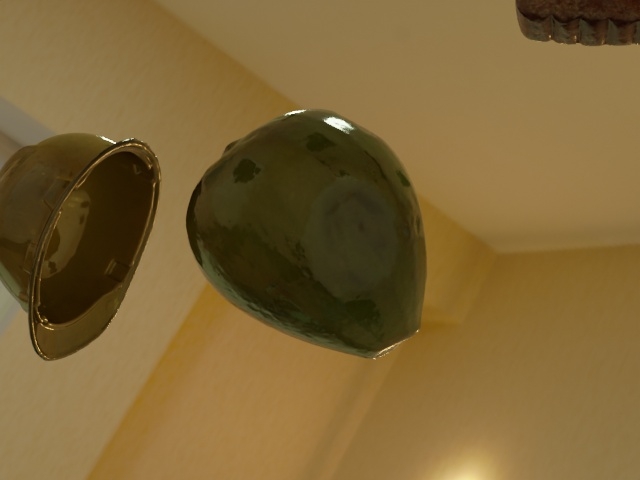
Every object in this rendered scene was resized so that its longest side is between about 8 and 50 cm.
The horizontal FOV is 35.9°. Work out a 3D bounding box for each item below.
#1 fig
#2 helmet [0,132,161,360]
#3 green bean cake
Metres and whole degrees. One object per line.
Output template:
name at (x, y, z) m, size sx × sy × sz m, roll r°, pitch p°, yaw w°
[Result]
fig at (0.003, -0.010, 0.886) m, size 0.230 × 0.207 × 0.207 m, roll 26°, pitch -16°, yaw 14°
helmet at (-0.288, -0.016, 1.063) m, size 0.140 × 0.257 × 0.205 m, roll 28°, pitch 23°, yaw 17°
green bean cake at (0.237, -0.231, 0.836) m, size 0.136 × 0.135 × 0.056 m, roll 7°, pitch -15°, yaw 16°
